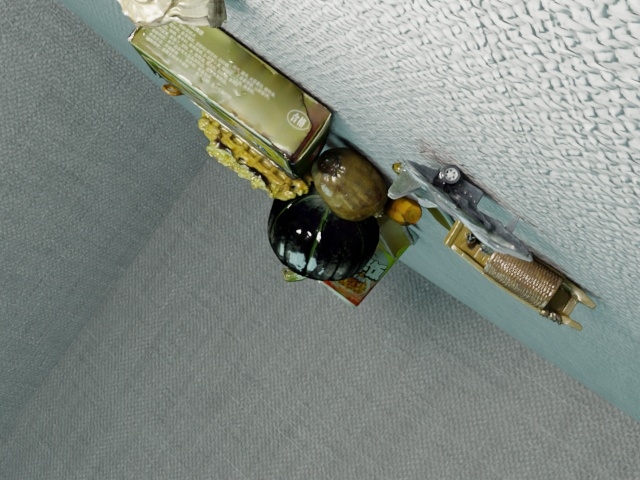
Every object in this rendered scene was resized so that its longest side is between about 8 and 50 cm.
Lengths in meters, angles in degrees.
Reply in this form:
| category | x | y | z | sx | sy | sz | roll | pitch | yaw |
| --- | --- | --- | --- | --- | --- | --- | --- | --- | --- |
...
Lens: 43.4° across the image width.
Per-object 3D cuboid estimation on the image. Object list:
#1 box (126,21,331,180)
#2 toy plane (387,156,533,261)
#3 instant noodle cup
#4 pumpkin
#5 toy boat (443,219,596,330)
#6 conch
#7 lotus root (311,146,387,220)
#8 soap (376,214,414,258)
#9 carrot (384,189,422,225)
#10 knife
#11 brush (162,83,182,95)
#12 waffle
| category | x | y | z | sx | sy | sz | roll | pitch | yaw |
| --- | --- | --- | --- | --- | --- | --- | --- | --- | --- |
| box | -0.178 | -0.312 | 1.721 | 0.420 | 0.138 | 0.373 | 36 | 178 | 0 |
| toy plane | 0.244 | -0.056 | 1.331 | 0.267 | 0.088 | 0.212 | 28 | 179 | 6 |
| instant noodle cup | 0.116 | 0.037 | 2.597 | 0.294 | 0.308 | 0.294 | 36 | 179 | 1 |
| pumpkin | 0.000 | 0.000 | 2.051 | 0.296 | 0.296 | 0.296 | 36 | 178 | 1 |
| toy boat | 0.380 | 0.062 | 1.544 | 0.310 | 0.089 | 0.115 | 36 | -173 | 10 |
| conch | -0.214 | -0.362 | 1.221 | 0.155 | 0.130 | 0.207 | 49 | -165 | 8 |
| lotus root | 0.077 | -0.120 | 1.873 | 0.260 | 0.145 | 0.128 | 40 | -141 | -49 |
| soap | 0.130 | -0.074 | 2.302 | 0.259 | 0.143 | 0.281 | 36 | 174 | 22 |
| carrot | 0.174 | -0.091 | 2.002 | 0.070 | 0.070 | 0.260 | 37 | 180 | -26 |
| knife | 0.233 | -0.080 | 1.732 | 0.061 | 0.027 | 0.343 | 30 | 175 | 33 |
| brush | -0.302 | -0.387 | 2.019 | 0.090 | 0.017 | 0.314 | 34 | -155 | 13 |
| waffle | -0.153 | -0.229 | 1.968 | 0.311 | 0.060 | 0.307 | 16 | -137 | -23 |
